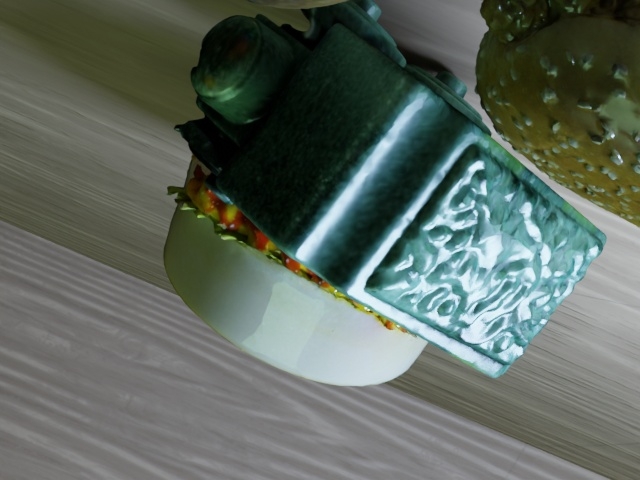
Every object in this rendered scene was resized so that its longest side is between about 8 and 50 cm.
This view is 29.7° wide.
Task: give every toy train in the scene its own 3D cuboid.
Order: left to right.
[{"bbox_3d":[0.050,-0.042,0.800,0.299,0.167,0.238,29,-170,-47],"label":"toy train"}]

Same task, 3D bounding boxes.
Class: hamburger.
[{"bbox_3d":[0.000,0.000,1.079,0.276,0.179,0.294,29,-166,4],"label":"hamburger"},{"bbox_3d":[0.171,-0.079,0.649,0.215,0.122,0.189,28,170,-11],"label":"hamburger"}]

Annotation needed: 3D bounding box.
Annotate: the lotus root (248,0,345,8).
[{"bbox_3d":[0.002,-0.172,0.449,0.142,0.169,0.314,20,174,-16],"label":"lotus root"}]
